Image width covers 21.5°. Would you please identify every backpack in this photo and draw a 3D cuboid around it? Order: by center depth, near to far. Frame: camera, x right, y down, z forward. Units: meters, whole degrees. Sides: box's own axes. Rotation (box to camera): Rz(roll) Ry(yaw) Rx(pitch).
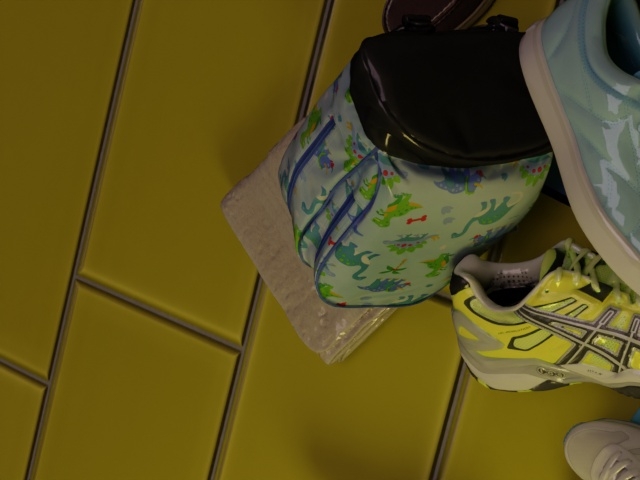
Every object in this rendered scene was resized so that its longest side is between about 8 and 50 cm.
[{"bbox_3d":[0.095,-0.076,1.902,0.355,0.290,0.273,-24,74,55],"label":"backpack"}]

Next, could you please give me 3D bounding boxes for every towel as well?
[{"bbox_3d":[0.000,0.000,2.143,0.187,0.049,0.282,-44,65,26],"label":"towel"}]

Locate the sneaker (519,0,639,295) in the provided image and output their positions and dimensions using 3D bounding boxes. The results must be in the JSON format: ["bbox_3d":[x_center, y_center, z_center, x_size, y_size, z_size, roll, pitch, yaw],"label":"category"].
[{"bbox_3d":[0.327,-0.099,1.701,0.150,0.135,0.366,-42,67,45],"label":"sneaker"}]

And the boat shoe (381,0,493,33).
[{"bbox_3d":[0.171,-0.361,1.974,0.342,0.123,0.123,-45,64,27],"label":"boat shoe"}]

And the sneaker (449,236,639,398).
[{"bbox_3d":[0.308,0.076,1.811,0.384,0.145,0.147,-9,127,29],"label":"sneaker"}]

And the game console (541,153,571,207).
[{"bbox_3d":[0.262,-0.122,1.923,0.144,0.124,0.085,30,69,33],"label":"game console"}]

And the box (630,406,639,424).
[{"bbox_3d":[0.364,0.261,1.852,0.100,0.060,0.244,42,112,30],"label":"box"}]

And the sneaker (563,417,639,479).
[{"bbox_3d":[0.346,0.262,1.769,0.228,0.092,0.087,33,110,31],"label":"sneaker"}]

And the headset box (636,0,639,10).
[{"bbox_3d":[0.430,-0.175,1.765,0.218,0.110,0.293,-46,65,36],"label":"headset box"}]
